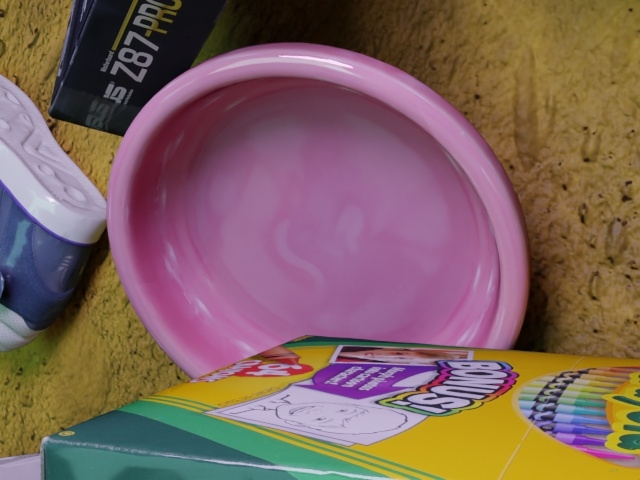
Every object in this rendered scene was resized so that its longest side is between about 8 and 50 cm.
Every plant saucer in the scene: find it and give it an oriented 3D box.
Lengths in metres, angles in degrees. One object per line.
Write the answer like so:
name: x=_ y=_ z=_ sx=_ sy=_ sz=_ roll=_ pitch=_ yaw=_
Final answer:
plant saucer: x=0.000 y=0.000 z=0.856 sx=0.332 sy=0.084 sz=0.332 roll=9 pitch=121 yaw=15

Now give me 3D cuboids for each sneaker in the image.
sneaker: x=-0.383 y=-0.030 z=1.218 sx=0.323 sy=0.130 sz=0.236 roll=46 pitch=113 yaw=24

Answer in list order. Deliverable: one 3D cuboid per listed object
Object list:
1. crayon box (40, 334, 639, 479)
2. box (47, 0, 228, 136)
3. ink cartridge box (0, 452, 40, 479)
crayon box: x=0.075 y=0.133 z=0.634 sx=0.313 sy=0.363 sz=0.106 roll=1 pitch=94 yaw=19
box: x=-0.104 y=-0.320 z=0.856 sx=0.318 sy=0.097 sz=0.395 roll=136 pitch=143 yaw=-59
ink cartridge box: x=-0.352 y=0.360 z=1.207 sx=0.172 sy=0.100 sz=0.237 roll=-14 pitch=81 yaw=38
